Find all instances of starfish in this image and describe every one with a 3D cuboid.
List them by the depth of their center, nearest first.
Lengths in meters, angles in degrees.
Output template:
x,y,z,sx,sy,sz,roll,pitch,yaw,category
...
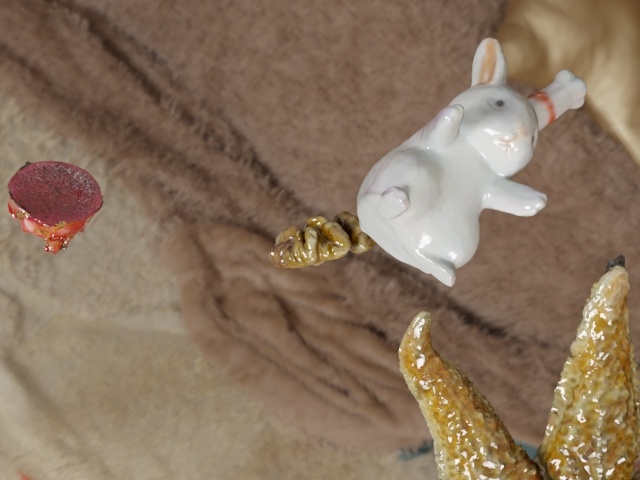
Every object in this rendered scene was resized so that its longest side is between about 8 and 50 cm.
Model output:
x,y,z,sx,sy,sz,roll,pitch,yaw,category
0.159,0.153,0.741,0.060,0.299,0.302,-89,158,-65,starfish

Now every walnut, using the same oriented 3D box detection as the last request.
x,y,z,sx,sy,sz,roll,pitch,yaw,category
0.000,0.000,1.787,0.143,0.170,0.069,-11,89,-33,walnut

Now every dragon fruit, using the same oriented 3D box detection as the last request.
x,y,z,sx,sy,sz,roll,pitch,yaw,category
-0.428,-0.044,1.998,0.153,0.111,0.153,12,40,-11,dragon fruit

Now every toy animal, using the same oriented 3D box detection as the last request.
x,y,z,sx,sy,sz,roll,pitch,yaw,category
0.161,-0.094,1.267,0.282,0.138,0.140,-43,110,-4,toy animal
